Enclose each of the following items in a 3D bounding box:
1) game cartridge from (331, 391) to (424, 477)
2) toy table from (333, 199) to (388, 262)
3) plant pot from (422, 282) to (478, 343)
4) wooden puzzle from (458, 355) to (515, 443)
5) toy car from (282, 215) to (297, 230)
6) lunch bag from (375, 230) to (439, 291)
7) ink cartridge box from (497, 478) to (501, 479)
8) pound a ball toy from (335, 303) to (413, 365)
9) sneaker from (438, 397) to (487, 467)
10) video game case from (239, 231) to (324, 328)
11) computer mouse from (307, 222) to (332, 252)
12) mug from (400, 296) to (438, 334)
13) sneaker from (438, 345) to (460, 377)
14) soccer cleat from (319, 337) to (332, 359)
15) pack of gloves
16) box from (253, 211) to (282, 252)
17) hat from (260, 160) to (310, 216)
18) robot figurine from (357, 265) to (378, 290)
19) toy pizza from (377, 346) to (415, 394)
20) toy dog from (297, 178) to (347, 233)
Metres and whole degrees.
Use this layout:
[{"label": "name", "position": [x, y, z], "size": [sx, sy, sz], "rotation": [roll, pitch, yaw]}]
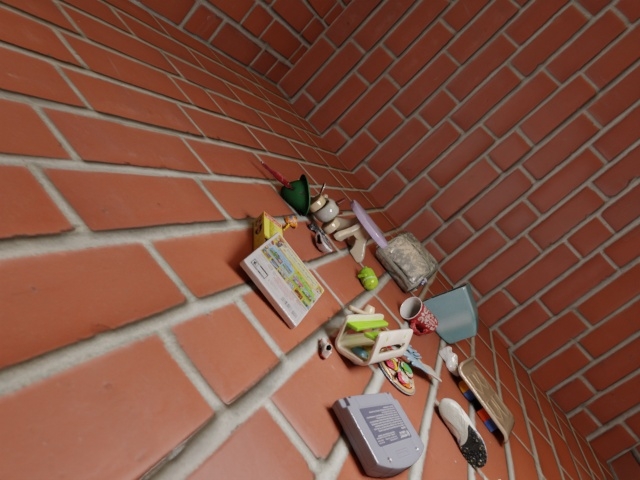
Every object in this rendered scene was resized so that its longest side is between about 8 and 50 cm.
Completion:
[{"label": "game cartridge", "position": [0.155, 0.483, 1.175], "size": [0.294, 0.060, 0.196], "rotation": [23, 26, -54]}, {"label": "toy table", "position": [0.173, -0.039, 2.184], "size": [0.252, 0.160, 0.274], "rotation": [31, 25, -55]}, {"label": "plant pot", "position": [0.693, 0.386, 2.418], "size": [0.248, 0.247, 0.252], "rotation": [1, 66, -68]}, {"label": "wooden puzzle", "position": [0.715, 0.691, 2.050], "size": [0.348, 0.080, 0.322], "rotation": [60, 20, 21]}, {"label": "toy car", "position": [-0.107, -0.061, 1.778], "size": [0.060, 0.040, 0.122], "rotation": [43, 17, -16]}, {"label": "lunch bag", "position": [0.448, 0.122, 2.478], "size": [0.305, 0.212, 0.256], "rotation": [51, 34, 15]}, {"label": "ink cartridge box", "position": [0.588, 0.843, 1.379], "size": [0.231, 0.078, 0.134], "rotation": [46, 17, -6]}, {"label": "pound a ball toy", "position": [0.147, 0.302, 1.486], "size": [0.208, 0.136, 0.319], "rotation": [24, 5, 30]}, {"label": "sneaker", "position": [0.484, 0.642, 1.578], "size": [0.086, 0.085, 0.237], "rotation": [34, 23, -58]}, {"label": "video game case", "position": [-0.101, 0.106, 1.315], "size": [0.227, 0.026, 0.206], "rotation": [52, 32, -5]}, {"label": "computer mouse", "position": [0.000, 0.000, 1.910], "size": [0.106, 0.042, 0.193], "rotation": [45, 10, -24]}, {"label": "mug", "position": [0.446, 0.362, 2.130], "size": [0.169, 0.150, 0.113], "rotation": [41, -19, -34]}, {"label": "sneaker", "position": [0.590, 0.542, 2.102], "size": [0.053, 0.061, 0.152], "rotation": [34, 23, -43]}, {"label": "soccer cleat", "position": [0.016, 0.292, 1.288], "size": [0.029, 0.035, 0.083], "rotation": [42, 18, -17]}, {"label": "pack of gloves", "position": [0.334, 0.441, 1.764], "size": [0.232, 0.046, 0.195], "rotation": [38, 7, -37]}, {"label": "box", "position": [-0.162, 0.003, 1.463], "size": [0.087, 0.058, 0.232], "rotation": [39, 19, -25]}, {"label": "hat", "position": [-0.156, -0.200, 1.967], "size": [0.183, 0.173, 0.209], "rotation": [-1, 47, -19]}, {"label": "robot figurine", "position": [0.205, 0.163, 1.993], "size": [0.101, 0.067, 0.115], "rotation": [44, 15, -40]}, {"label": "toy pizza", "position": [0.258, 0.429, 1.583], "size": [0.201, 0.032, 0.201], "rotation": [43, 17, -16]}, {"label": "toy dog", "position": [0.030, -0.170, 2.085], "size": [0.220, 0.161, 0.334], "rotation": [54, 6, -39]}]
